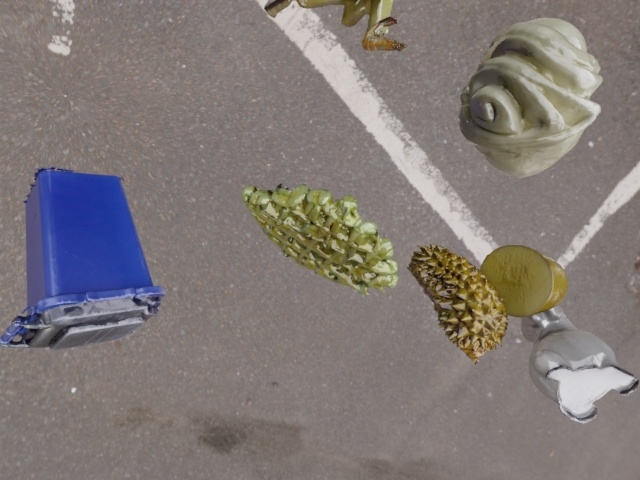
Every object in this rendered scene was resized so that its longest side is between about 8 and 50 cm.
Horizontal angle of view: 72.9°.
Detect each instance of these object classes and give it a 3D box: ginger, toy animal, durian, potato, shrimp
[{"bbox_3d":[0.056,-0.636,1.044,0.359,0.413,0.211,-33,132,22],"label":"ginger"},{"bbox_3d":[0.608,0.266,1.123,0.194,0.357,0.258,-40,111,18],"label":"toy animal"},{"bbox_3d":[0.341,0.144,1.108,0.112,0.341,0.191,-16,156,-29],"label":"durian"},{"bbox_3d":[0.525,0.102,1.077,0.158,0.204,0.177,6,73,-31],"label":"potato"},{"bbox_3d":[0.143,-0.430,0.910,0.091,0.127,0.025,-50,141,-1],"label":"shrimp"}]

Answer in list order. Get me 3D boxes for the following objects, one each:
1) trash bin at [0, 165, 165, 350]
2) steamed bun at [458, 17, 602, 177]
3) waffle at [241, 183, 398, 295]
[{"bbox_3d":[-0.348,0.026,0.619,0.184,0.163,0.234,-1,68,-46],"label":"trash bin"},{"bbox_3d":[0.482,-0.354,1.081,0.248,0.352,0.338,-4,65,-11],"label":"steamed bun"},{"bbox_3d":[0.000,0.000,0.852,0.073,0.318,0.297,-59,140,-21],"label":"waffle"}]
